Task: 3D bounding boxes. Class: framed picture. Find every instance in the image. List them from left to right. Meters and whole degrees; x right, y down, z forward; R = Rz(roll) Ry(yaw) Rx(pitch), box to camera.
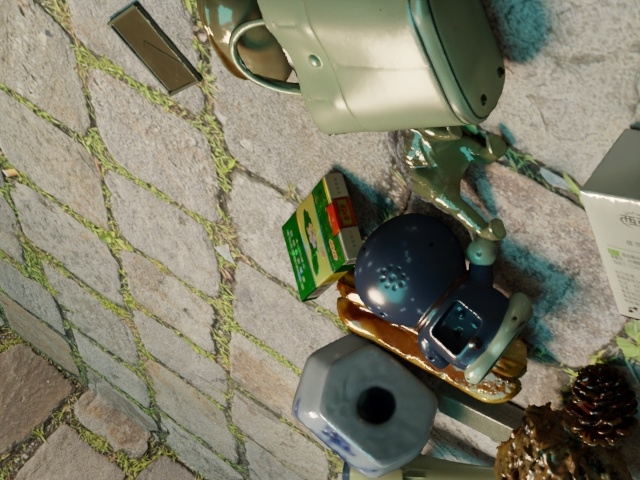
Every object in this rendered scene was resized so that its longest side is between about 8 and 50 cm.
[{"bbox_3d":[-0.250,-0.285,1.653,0.149,0.011,0.109,49,154,-19],"label":"framed picture"}]

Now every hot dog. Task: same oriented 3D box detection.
[{"bbox_3d":[0.159,0.123,1.649,0.337,0.100,0.135,26,143,27],"label":"hot dog"}]

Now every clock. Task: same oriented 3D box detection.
[{"bbox_3d":[0.160,0.068,1.489,0.243,0.146,0.199,39,114,10],"label":"clock"}]

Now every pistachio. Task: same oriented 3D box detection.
[{"bbox_3d":[-0.087,-0.264,1.329,0.124,0.124,0.185,20,143,37],"label":"pistachio"}]

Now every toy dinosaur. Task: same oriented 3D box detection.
[{"bbox_3d":[0.139,-0.111,1.330,0.162,0.077,0.294,1,120,59],"label":"toy dinosaur"}]

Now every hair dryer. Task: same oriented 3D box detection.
[{"bbox_3d":[0.225,0.440,2.050,0.296,0.119,0.298,-2,174,33],"label":"hair dryer"}]

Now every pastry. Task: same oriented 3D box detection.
[{"bbox_3d":[0.342,0.372,1.598,0.275,0.193,0.275,166,90,-81],"label":"pastry"}]

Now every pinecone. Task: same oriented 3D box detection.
[{"bbox_3d":[0.384,0.221,1.507,0.102,0.102,0.109,-1,102,54],"label":"pinecone"}]

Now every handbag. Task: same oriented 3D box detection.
[{"bbox_3d":[0.035,-0.219,1.212,0.315,0.109,0.241,6,134,40],"label":"handbag"}]

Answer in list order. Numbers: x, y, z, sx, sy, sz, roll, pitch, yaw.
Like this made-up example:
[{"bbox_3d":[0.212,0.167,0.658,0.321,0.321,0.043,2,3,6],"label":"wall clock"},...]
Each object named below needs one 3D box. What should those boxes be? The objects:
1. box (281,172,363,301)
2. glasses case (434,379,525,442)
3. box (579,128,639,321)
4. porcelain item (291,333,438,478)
[{"bbox_3d":[0.000,0.000,1.664,0.235,0.034,0.132,136,122,-65],"label":"box"},{"bbox_3d":[0.285,0.289,1.797,0.205,0.047,0.071,23,148,31],"label":"glasses case"},{"bbox_3d":[0.412,0.007,1.094,0.260,0.111,0.194,18,146,43],"label":"box"},{"bbox_3d":[0.068,0.280,1.859,0.242,0.178,0.405,40,169,2],"label":"porcelain item"}]
